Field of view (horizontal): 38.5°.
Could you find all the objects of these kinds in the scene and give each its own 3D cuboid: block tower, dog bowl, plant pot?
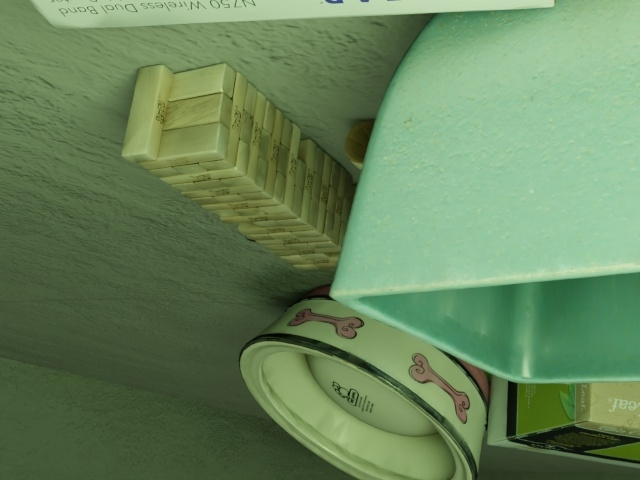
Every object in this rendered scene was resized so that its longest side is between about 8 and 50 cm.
[{"bbox_3d":[-0.052,-0.060,0.925,0.097,0.091,0.335,-5,158,30],"label":"block tower"},{"bbox_3d":[0.082,0.232,1.432,0.408,0.150,0.408,25,149,16],"label":"dog bowl"},{"bbox_3d":[0.186,-0.057,0.596,0.247,0.252,0.248,-8,156,39],"label":"plant pot"}]

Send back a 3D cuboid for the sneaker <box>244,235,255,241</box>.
[{"bbox_3d":[0.001,-0.003,1.126,0.170,0.051,0.089,4,168,20],"label":"sneaker"}]

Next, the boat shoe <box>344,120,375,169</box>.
[{"bbox_3d":[0.110,-0.076,0.872,0.170,0.063,0.059,13,165,14],"label":"boat shoe"}]

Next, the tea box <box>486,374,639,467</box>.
[{"bbox_3d":[0.441,0.182,1.244,0.329,0.220,0.323,11,162,-10],"label":"tea box"}]

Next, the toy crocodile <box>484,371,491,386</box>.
[{"bbox_3d":[0.234,0.234,1.541,0.341,0.105,0.115,6,140,40],"label":"toy crocodile"}]

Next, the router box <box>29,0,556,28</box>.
[{"bbox_3d":[-0.053,-0.227,0.454,0.336,0.082,0.301,1,160,17],"label":"router box"}]
